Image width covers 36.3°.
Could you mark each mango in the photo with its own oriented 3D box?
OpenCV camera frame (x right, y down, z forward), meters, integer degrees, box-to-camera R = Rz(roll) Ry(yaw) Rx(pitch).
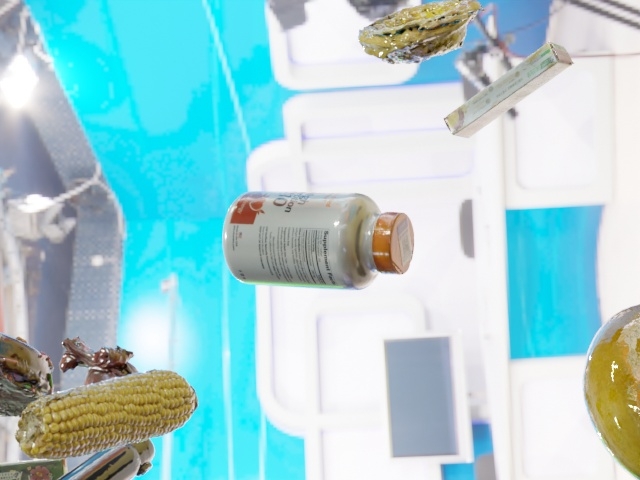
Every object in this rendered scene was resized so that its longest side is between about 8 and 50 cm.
[{"bbox_3d":[0.568,0.259,1.635,0.221,0.263,0.378,-60,3,39],"label":"mango"}]

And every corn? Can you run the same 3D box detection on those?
[{"bbox_3d":[-0.293,0.238,1.349,0.293,0.106,0.106,-1,-93,-52],"label":"corn"}]

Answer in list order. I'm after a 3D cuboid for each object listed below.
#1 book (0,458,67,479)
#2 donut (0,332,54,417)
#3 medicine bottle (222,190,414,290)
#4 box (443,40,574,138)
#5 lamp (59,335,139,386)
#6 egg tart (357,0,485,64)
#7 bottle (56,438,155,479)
[{"bbox_3d":[-0.559,0.565,1.774,0.018,0.228,0.323,38,-135,-82],"label":"book"},{"bbox_3d":[-0.611,0.236,1.774,0.270,0.269,0.103,85,-170,-59],"label":"donut"},{"bbox_3d":[0.000,0.000,1.561,0.157,0.288,0.157,-7,-82,-62],"label":"medicine bottle"},{"bbox_3d":[0.278,-0.223,1.462,0.049,0.207,0.041,3,-120,-48],"label":"box"},{"bbox_3d":[-0.498,0.333,2.300,0.151,0.215,0.223,-7,-85,-64],"label":"lamp"},{"bbox_3d":[0.221,-0.437,2.084,0.291,0.290,0.107,-90,-17,-69],"label":"egg tart"},{"bbox_3d":[-0.359,0.385,1.564,0.082,0.072,0.244,50,-147,4],"label":"bottle"}]
